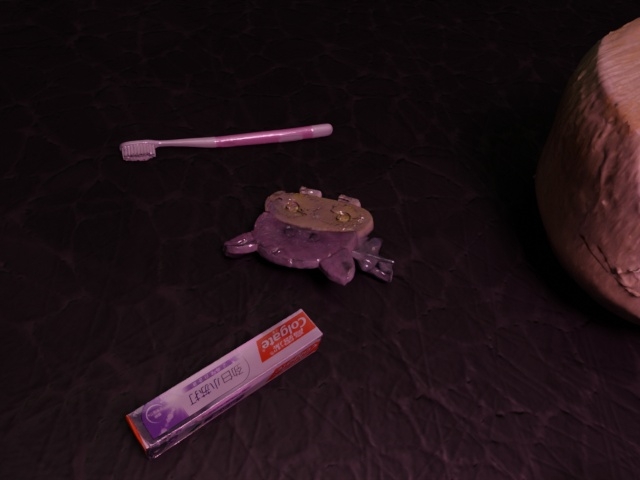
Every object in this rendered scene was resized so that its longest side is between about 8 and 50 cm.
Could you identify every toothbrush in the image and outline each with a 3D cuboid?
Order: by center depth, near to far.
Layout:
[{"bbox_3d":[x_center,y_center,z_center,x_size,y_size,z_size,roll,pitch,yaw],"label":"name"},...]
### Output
[{"bbox_3d":[-0.119,-0.133,0.772,0.287,0.020,0.025,-9,62,-16],"label":"toothbrush"}]

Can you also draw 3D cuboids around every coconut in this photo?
[{"bbox_3d":[0.424,-0.090,0.611,0.347,0.360,0.346,4,53,-5],"label":"coconut"}]

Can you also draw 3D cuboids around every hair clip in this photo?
[{"bbox_3d":[0.001,-0.006,0.668,0.187,0.056,0.146,21,44,12],"label":"hair clip"}]

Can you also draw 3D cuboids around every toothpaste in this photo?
[{"bbox_3d":[-0.088,0.131,0.551,0.196,0.040,0.047,-28,63,-29],"label":"toothpaste"}]
